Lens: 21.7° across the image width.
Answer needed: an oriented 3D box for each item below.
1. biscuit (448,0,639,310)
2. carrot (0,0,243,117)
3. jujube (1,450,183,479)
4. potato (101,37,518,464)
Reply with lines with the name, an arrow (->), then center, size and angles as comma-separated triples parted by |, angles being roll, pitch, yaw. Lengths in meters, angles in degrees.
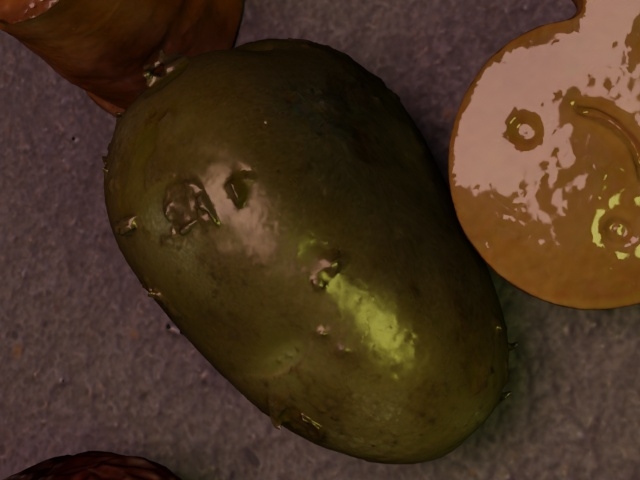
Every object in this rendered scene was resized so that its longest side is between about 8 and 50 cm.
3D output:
biscuit -> 0.247, -0.104, 1.182 | 0.355, 0.052, 0.275 | -39, 86, 7
carrot -> -0.202, -0.218, 1.412 | 0.196, 0.254, 0.196 | -5, 80, 26
jujube -> -0.235, 0.296, 1.395 | 0.342, 0.216, 0.216 | -14, 76, 34
potato -> -0.009, 0.008, 1.255 | 0.219, 0.269, 0.359 | -49, 66, 37
